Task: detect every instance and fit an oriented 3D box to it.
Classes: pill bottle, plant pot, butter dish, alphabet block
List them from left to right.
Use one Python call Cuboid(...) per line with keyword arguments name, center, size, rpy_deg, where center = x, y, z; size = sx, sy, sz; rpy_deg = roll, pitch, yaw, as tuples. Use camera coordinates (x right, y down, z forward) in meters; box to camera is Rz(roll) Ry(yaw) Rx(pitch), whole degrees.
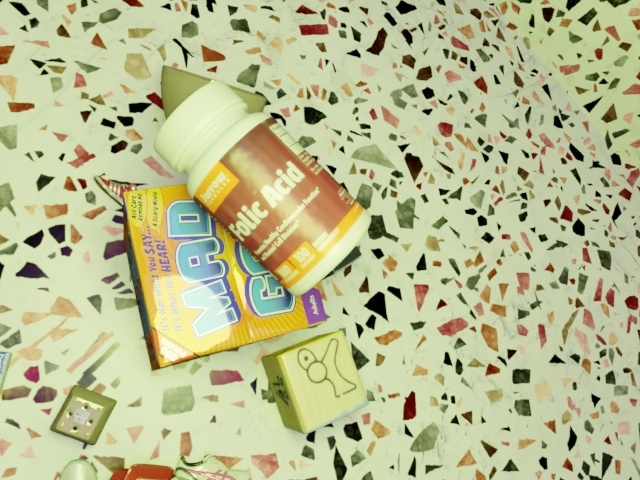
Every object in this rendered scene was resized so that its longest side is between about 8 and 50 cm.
Cuboid(name="plant pot", center=(-0.539, 0.399, 1.093), size=(0.109, 0.096, 0.109), rpy_deg=(27, 68, -12))
Cuboid(name="butter dish", center=(-0.433, 0.574, 1.080), size=(0.118, 0.160, 0.160), rpy_deg=(6, 66, 26))
Cuboid(name="plant pot", center=(-0.307, -0.340, 1.323), size=(0.284, 0.284, 0.191), rpy_deg=(13, 106, -18))
Cuboid(name="pill bottle", center=(-0.111, -0.101, 0.936), size=(0.392, 0.224, 0.224), rpy_deg=(44, 65, -5))
Cuboid(name="alphabet block", center=(-0.020, 0.362, 1.254), size=(0.192, 0.193, 0.197), rpy_deg=(-16, 81, -26))

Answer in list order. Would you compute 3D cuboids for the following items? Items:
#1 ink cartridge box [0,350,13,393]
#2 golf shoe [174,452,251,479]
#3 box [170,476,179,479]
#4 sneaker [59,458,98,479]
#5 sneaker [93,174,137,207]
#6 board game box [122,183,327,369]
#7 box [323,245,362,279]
Cuboid(name="ink cartridge box", center=(-0.758, 0.342, 1.051), size=(0.097, 0.046, 0.207), rpy_deg=(13, 71, -19))
Cuboid(name="golf shoe", center=(-0.257, 0.564, 1.172), size=(0.186, 0.067, 0.086), rpy_deg=(8, 71, -19))
Cuboid(name="box", center=(-0.365, 0.700, 0.957), size=(0.345, 0.168, 0.215), rpy_deg=(-32, 126, -36))
Cuboid(name="sneaker", center=(-0.535, 0.597, 1.041), size=(0.087, 0.092, 0.228), rpy_deg=(6, 72, -18))
Cuboid(name="sneaker", center=(-0.534, -0.142, 1.278), size=(0.118, 0.042, 0.067), rpy_deg=(45, 68, -13))
Cuboid(name="board game box", center=(-0.249, 0.083, 1.151), size=(0.356, 0.356, 0.356), rpy_deg=(-11, 79, -24))
Cuboid(name="box", center=(0.000, 0.000, 1.386), size=(0.108, 0.153, 0.207), rpy_deg=(-31, 89, -26))
